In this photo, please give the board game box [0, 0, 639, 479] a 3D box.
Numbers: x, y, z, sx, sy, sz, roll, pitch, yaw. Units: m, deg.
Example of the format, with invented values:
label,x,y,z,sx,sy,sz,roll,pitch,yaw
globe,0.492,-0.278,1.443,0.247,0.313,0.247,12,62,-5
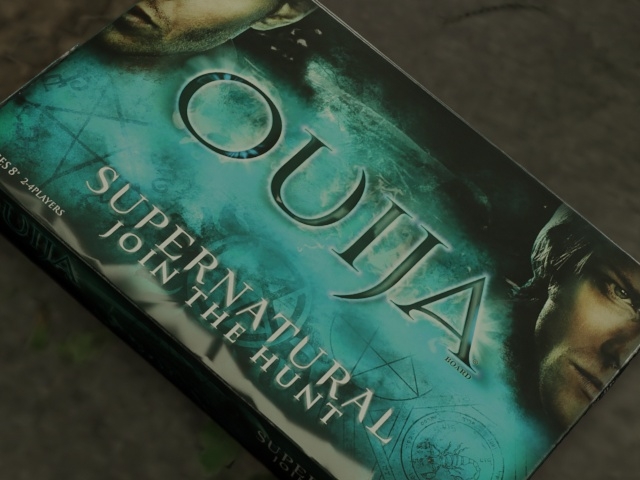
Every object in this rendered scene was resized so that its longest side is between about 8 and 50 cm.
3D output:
label,x,y,z,sx,sy,sz,roll,pitch,yaw
board game box,0.000,0.000,0.538,0.186,0.026,0.126,40,58,10
